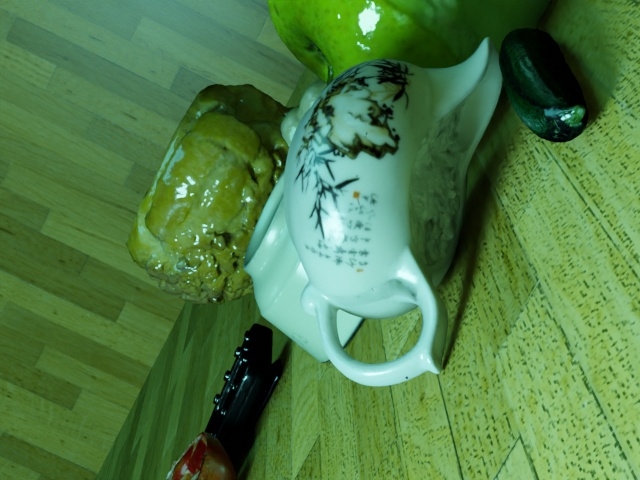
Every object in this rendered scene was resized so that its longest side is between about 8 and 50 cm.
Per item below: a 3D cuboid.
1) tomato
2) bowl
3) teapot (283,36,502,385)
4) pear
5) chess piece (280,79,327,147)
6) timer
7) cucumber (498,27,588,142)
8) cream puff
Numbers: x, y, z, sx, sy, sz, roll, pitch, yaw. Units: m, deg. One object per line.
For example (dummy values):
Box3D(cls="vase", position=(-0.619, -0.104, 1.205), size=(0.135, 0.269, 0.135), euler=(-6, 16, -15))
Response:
Box3D(cls="tomato", position=(-0.138, 0.299, 1.703), size=(0.155, 0.069, 0.155), euler=(-55, 16, 25))
Box3D(cls="bowl", position=(0.000, 0.000, 1.568), size=(0.237, 0.126, 0.237), euler=(-62, 10, 19))
Box3D(cls="teapot", position=(0.060, -0.023, 1.200), size=(0.208, 0.166, 0.299), euler=(65, -153, -63))
Box3D(cls="pear", position=(0.081, -0.231, 1.334), size=(0.281, 0.286, 0.176), euler=(-64, 28, 3))
Box3D(cls="chess piece", position=(0.078, -0.192, 1.669), size=(0.261, 0.143, 0.142), euler=(-56, 11, 21))
Box3D(cls="timer", position=(-0.100, 0.206, 1.819), size=(0.144, 0.055, 0.187), euler=(-91, 24, -73))
Box3D(cls="cucumber", position=(0.167, -0.125, 1.149), size=(0.056, 0.056, 0.284), euler=(-62, 8, 17))
Box3D(cls="cream puff", position=(-0.117, -0.059, 2.087), size=(0.327, 0.231, 0.343), euler=(-61, 1, -15))
